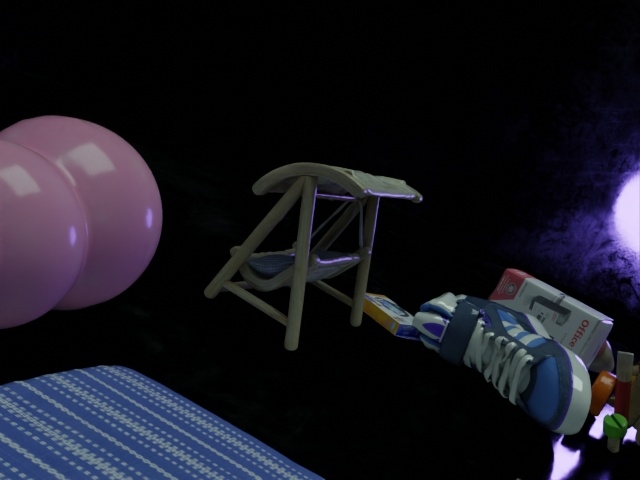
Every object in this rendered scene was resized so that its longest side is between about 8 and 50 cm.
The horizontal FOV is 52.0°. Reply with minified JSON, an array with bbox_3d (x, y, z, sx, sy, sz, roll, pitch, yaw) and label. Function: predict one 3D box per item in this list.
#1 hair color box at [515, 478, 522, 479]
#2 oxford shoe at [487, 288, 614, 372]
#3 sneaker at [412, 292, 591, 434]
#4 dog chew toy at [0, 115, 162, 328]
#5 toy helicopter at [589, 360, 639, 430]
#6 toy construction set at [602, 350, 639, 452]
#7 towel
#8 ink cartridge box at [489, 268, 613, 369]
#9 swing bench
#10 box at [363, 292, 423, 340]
[{"bbox_3d":[0.236,0.317,0.417,0.347,0.105,0.174,31,14,28],"label":"hair color box"},{"bbox_3d":[0.525,0.210,1.528,0.130,0.123,0.348,48,-3,-31],"label":"oxford shoe"},{"bbox_3d":[0.264,0.185,1.061,0.237,0.130,0.322,13,17,-5],"label":"sneaker"},{"bbox_3d":[-0.298,-0.009,0.621,0.207,0.206,0.332,26,20,11],"label":"dog chew toy"},{"bbox_3d":[0.617,0.179,1.161,0.140,0.354,0.235,30,30,28],"label":"toy helicopter"},{"bbox_3d":[0.556,0.238,0.931,0.258,0.237,0.309,-24,28,-30],"label":"toy construction set"},{"bbox_3d":[-0.146,0.168,0.446,0.243,0.040,0.336,26,4,16],"label":"towel"},{"bbox_3d":[0.447,0.175,1.328,0.218,0.158,0.092,32,12,35],"label":"ink cartridge box"},{"bbox_3d":[0.000,0.000,0.987,0.165,0.254,0.253,29,12,23],"label":"swing bench"},{"bbox_3d":[0.130,0.138,1.195,0.081,0.028,0.136,13,14,-44],"label":"box"}]
